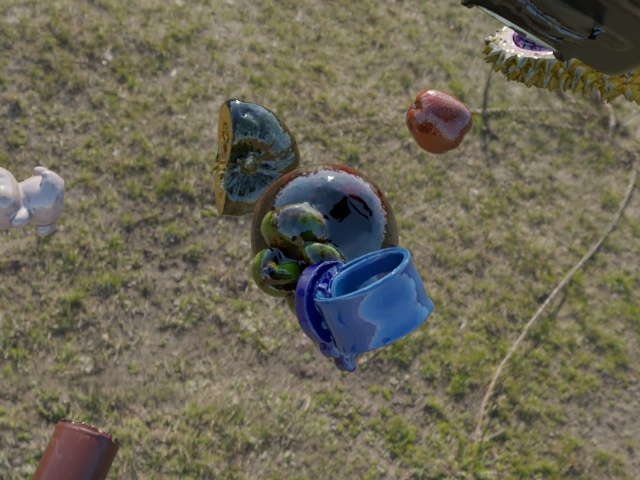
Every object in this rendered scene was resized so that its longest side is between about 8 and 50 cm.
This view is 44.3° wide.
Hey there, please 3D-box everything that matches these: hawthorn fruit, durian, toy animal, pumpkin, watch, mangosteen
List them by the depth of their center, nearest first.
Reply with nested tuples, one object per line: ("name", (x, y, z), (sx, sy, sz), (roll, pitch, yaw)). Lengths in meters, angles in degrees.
("watch", (0.077, 0.094, 1.226), (0.171, 0.200, 0.196), (56, 49, -18))
("durian", (0.427, -0.270, 1.231), (0.341, 0.112, 0.191), (-4, 40, -6))
("toy animal", (-0.537, -0.065, 1.299), (0.213, 0.124, 0.124), (-7, 53, -30))
("mangosteen", (0.000, -0.001, 1.491), (0.311, 0.311, 0.311), (9, 49, -11))
("hawthorn fruit", (0.250, -0.258, 1.698), (0.138, 0.133, 0.132), (37, 45, -18))
("pumpkin", (-0.166, -0.222, 2.155), (0.232, 0.324, 0.242), (0, 22, -15))

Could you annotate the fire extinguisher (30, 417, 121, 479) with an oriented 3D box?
("fire extinguisher", (-0.389, 0.445, 1.156), (0.147, 0.106, 0.337), (19, 63, -1))

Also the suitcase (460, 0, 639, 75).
("suitcase", (0.292, -0.378, 0.719), (0.283, 0.194, 0.433), (27, 82, -10))
